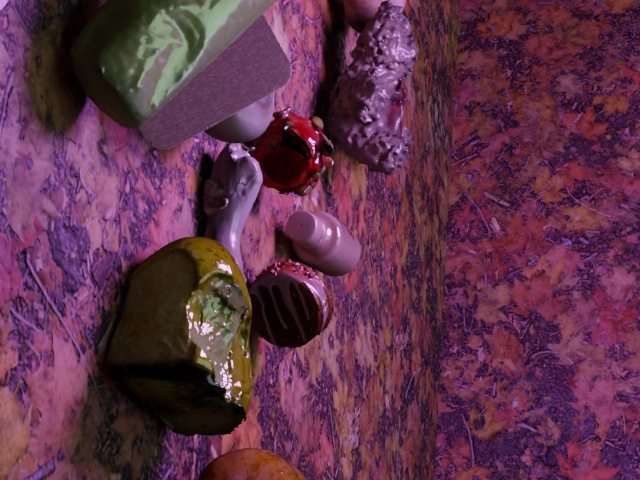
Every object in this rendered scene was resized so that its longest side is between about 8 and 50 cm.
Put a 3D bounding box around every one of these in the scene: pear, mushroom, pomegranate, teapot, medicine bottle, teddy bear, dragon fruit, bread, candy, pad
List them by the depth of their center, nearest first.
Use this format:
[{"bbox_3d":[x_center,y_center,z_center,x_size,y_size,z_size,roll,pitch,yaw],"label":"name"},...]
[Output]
[{"bbox_3d":[-0.185,-0.304,1.324,0.343,0.132,0.142,-50,154,-25],"label":"candy"},{"bbox_3d":[-0.173,-0.254,1.410,0.266,0.002,0.176,-34,98,-28],"label":"pad"},{"bbox_3d":[-0.174,0.133,1.436,0.238,0.164,0.255,61,31,-50],"label":"pear"},{"bbox_3d":[-0.112,0.437,1.540,0.215,0.215,0.215,-3,90,-72],"label":"pomegranate"},{"bbox_3d":[-0.146,-0.247,1.590,0.318,0.149,0.220,35,51,-68],"label":"teapot"},{"bbox_3d":[-0.149,-0.038,1.641,0.099,0.096,0.278,48,47,-61],"label":"mushroom"},{"bbox_3d":[-0.059,0.116,1.793,0.073,0.160,0.160,-35,121,-58],"label":"bread"},{"bbox_3d":[-0.046,-0.171,1.860,0.172,0.166,0.160,-68,153,-56],"label":"dragon fruit"},{"bbox_3d":[0.000,0.000,2.059,0.252,0.114,0.114,35,55,-67],"label":"medicine bottle"},{"bbox_3d":[0.148,-0.364,2.292,0.357,0.224,0.368,-57,167,-74],"label":"teddy bear"},{"bbox_3d":[0.126,-0.631,2.421,0.255,0.184,0.255,-5,90,-71],"label":"mushroom"}]

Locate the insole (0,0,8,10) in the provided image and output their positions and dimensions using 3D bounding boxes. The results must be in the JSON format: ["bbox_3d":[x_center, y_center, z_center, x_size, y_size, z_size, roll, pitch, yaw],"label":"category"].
[{"bbox_3d":[-0.363,-0.353,1.156,0.081,0.011,0.248,70,26,-46],"label":"insole"}]
